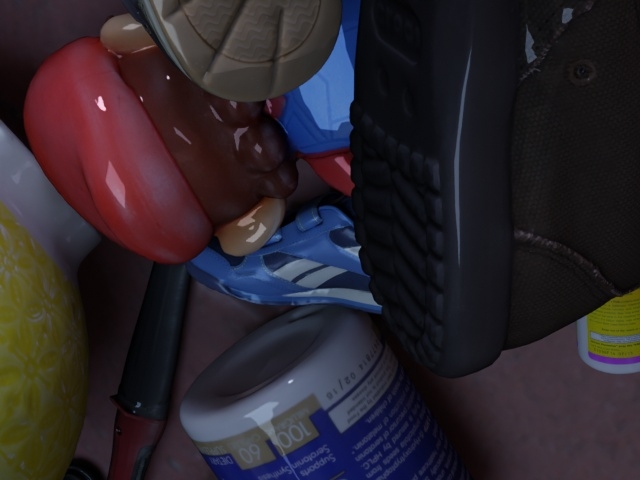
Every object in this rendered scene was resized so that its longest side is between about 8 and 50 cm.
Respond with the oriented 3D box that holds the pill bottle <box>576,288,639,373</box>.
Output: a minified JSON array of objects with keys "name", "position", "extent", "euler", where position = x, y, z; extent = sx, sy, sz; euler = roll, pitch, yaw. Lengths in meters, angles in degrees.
[{"name":"pill bottle","position":[0.142,0.019,0.906],"extent":[0.043,0.043,0.083],"euler":[5,121,21]}]

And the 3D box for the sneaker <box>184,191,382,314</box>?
[{"name":"sneaker","position":[0.000,0.000,0.956],"extent":[0.144,0.053,0.059],"euler":[2,115,16]}]

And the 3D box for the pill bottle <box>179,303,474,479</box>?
[{"name":"pill bottle","position":[0.020,0.133,0.986],"extent":[0.112,0.112,0.186],"euler":[-23,107,33]}]

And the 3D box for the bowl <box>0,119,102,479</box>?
[{"name":"bowl","position":[-0.206,0.009,0.967],"extent":[0.156,0.289,0.289],"euler":[-43,98,-8]}]

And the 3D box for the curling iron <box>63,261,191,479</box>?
[{"name":"curling iron","position":[-0.114,0.092,1.068],"extent":[0.068,0.035,0.274],"euler":[28,126,7]}]

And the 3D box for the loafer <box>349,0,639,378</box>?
[{"name":"loafer","position":[0.084,-0.126,0.708],"extent":[0.130,0.134,0.366],"euler":[-10,123,-19]}]

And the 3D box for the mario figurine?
[{"name":"mario figurine","position":[0.009,-0.098,0.875],"extent":[0.320,0.170,0.198],"euler":[-18,74,20]}]

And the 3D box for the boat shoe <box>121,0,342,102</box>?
[{"name":"boat shoe","position":[-0.076,-0.189,0.738],"extent":[0.092,0.103,0.285],"euler":[1,113,63]}]
